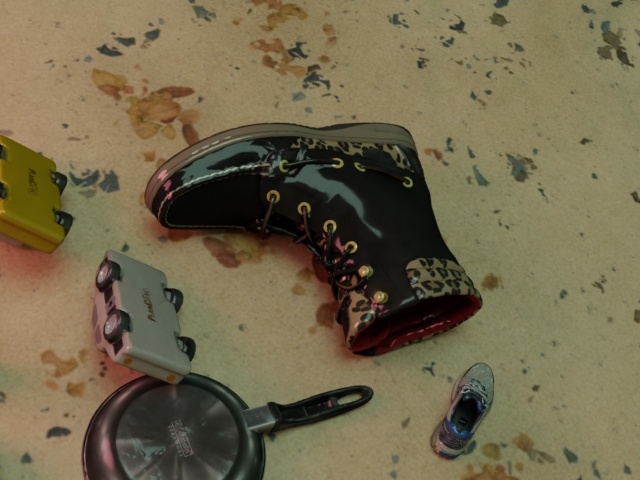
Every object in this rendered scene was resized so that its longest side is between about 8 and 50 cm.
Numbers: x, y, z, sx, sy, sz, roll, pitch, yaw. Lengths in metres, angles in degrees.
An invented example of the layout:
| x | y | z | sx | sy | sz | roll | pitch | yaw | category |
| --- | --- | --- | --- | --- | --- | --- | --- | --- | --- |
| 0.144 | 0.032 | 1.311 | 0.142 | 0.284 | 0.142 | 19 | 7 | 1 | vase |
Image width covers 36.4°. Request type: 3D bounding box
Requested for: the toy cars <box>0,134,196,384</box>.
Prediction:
| x | y | z | sx | sy | sz | roll | pitch | yaw | category |
| --- | --- | --- | --- | --- | --- | --- | --- | --- | --- |
| -0.283 | 0.031 | 1.108 | 0.393 | 0.087 | 0.176 | 43 | 18 | 15 | toy cars |

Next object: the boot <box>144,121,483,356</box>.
| x | y | z | sx | sy | sz | roll | pitch | yaw | category |
| --- | --- | --- | --- | --- | --- | --- | --- | --- | --- |
| 0.000 | 0.000 | 1.194 | 0.377 | 0.138 | 0.284 | -7 | 56 | -28 | boot |

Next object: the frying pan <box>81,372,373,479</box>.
| x | y | z | sx | sy | sz | roll | pitch | yaw | category |
| --- | --- | --- | --- | --- | --- | --- | --- | --- | --- |
| -0.091 | 0.227 | 1.049 | 0.326 | 0.053 | 0.197 | 5 | 53 | -9 | frying pan |

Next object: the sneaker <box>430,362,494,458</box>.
| x | y | z | sx | sy | sz | roll | pitch | yaw | category |
| --- | --- | --- | --- | --- | --- | --- | --- | --- | --- |
| 0.178 | 0.193 | 1.144 | 0.052 | 0.058 | 0.135 | 28 | 50 | 5 | sneaker |
